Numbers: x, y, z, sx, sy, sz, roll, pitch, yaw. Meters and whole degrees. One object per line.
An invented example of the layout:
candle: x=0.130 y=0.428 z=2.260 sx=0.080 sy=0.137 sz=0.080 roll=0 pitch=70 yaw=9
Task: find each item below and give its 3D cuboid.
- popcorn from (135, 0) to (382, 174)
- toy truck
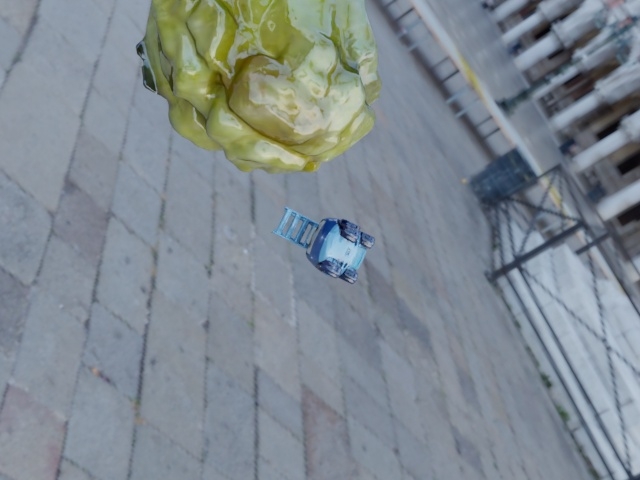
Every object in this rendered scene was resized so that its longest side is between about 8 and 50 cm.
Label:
popcorn: x=-0.045 y=-0.199 z=0.869 sx=0.252 sy=0.215 sz=0.287 roll=25 pitch=56 yaw=-55
toy truck: x=0.000 y=0.000 z=0.873 sx=0.090 sy=0.056 sz=0.073 roll=24 pitch=-3 yaw=30
